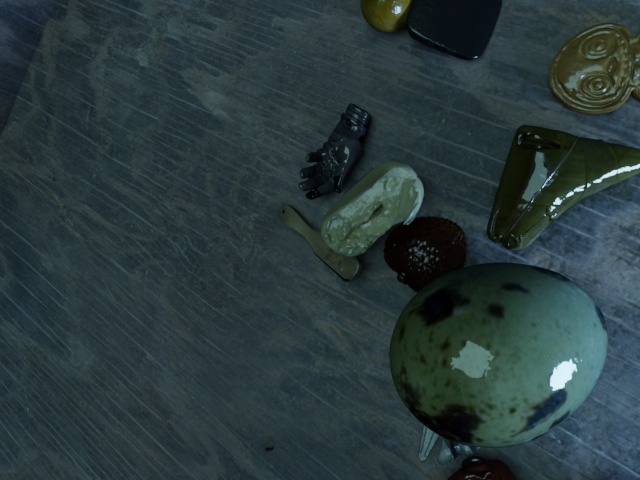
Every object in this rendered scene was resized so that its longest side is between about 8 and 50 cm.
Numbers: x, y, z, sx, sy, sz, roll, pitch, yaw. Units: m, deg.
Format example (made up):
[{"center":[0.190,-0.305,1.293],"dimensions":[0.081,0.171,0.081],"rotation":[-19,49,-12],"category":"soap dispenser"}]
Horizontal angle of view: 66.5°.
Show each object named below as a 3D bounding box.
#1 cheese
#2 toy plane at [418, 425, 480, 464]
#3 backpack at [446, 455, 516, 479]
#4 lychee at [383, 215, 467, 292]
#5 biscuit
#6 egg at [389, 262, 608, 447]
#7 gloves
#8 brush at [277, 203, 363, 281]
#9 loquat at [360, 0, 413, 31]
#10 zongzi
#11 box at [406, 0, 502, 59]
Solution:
[{"center":[0.122,-0.074,1.159],"dimensions":[0.266,0.233,0.127],"rotation":[-41,101,14],"category":"cheese"},{"center":[0.283,0.365,1.132],"dimensions":[0.212,0.088,0.267],"rotation":[-30,65,18],"category":"toy plane"},{"center":[0.348,0.594,1.039],"dimensions":[0.229,0.139,0.229],"rotation":[0,89,23],"category":"backpack"},{"center":[0.243,0.030,1.128],"dimensions":[0.194,0.194,0.194],"rotation":[-3,83,25],"category":"lychee"},{"center":[0.655,-0.375,1.058],"dimensions":[0.289,0.044,0.202],"rotation":[7,87,27],"category":"biscuit"},{"center":[0.347,0.212,0.964],"dimensions":[0.428,0.345,0.345],"rotation":[-24,74,-3],"category":"egg"},{"center":[0.048,-0.227,1.284],"dimensions":[0.142,0.119,0.285],"rotation":[36,86,35],"category":"gloves"},{"center":[0.000,0.000,1.318],"dimensions":[0.327,0.065,0.070],"rotation":[40,108,33],"category":"brush"},{"center":[0.174,-0.615,1.247],"dimensions":[0.163,0.163,0.137],"rotation":[-49,38,13],"category":"loquat"},{"center":[0.532,-0.086,1.034],"dimensions":[0.300,0.145,0.273],"rotation":[17,96,19],"category":"zongzi"},{"center":[0.329,-0.564,1.203],"dimensions":[0.213,0.042,0.201],"rotation":[22,91,3],"category":"box"}]
